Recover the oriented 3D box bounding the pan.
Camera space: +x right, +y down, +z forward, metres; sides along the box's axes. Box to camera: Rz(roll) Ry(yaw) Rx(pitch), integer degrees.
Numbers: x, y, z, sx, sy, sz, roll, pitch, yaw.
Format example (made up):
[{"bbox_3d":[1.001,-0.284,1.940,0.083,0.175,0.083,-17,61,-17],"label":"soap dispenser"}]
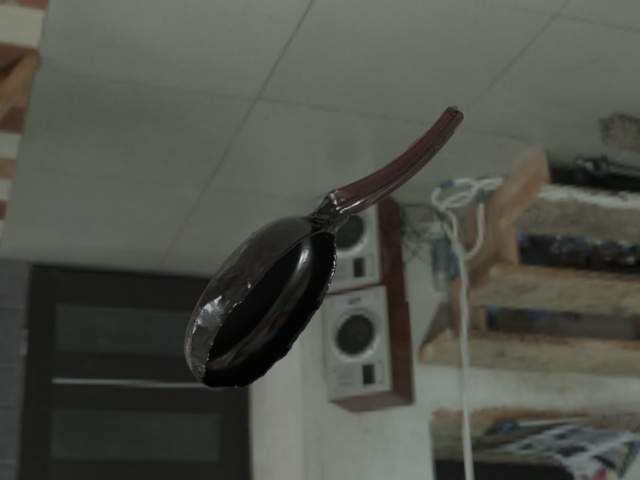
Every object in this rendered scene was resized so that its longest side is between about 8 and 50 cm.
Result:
[{"bbox_3d":[-0.002,-0.002,0.613,0.212,0.040,0.115,-49,161,6],"label":"pan"}]
